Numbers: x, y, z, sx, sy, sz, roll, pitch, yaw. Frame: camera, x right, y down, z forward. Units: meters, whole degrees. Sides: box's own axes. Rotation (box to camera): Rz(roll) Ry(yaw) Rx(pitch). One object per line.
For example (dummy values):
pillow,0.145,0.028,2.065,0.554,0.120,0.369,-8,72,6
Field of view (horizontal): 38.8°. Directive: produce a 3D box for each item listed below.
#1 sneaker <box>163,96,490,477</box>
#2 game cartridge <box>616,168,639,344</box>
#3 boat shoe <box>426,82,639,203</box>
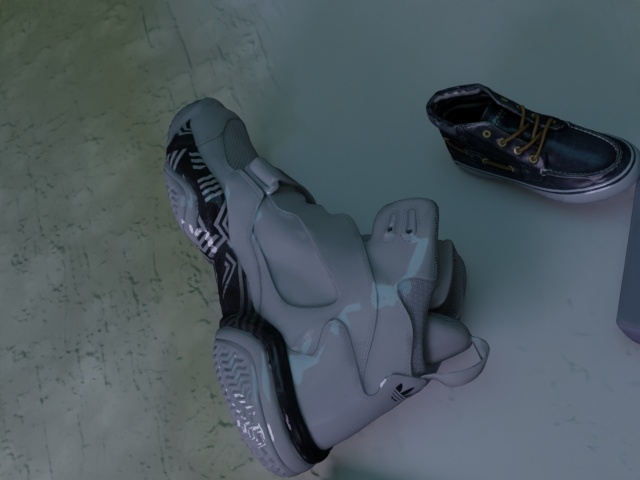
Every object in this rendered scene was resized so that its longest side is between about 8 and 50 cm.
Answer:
sneaker,0.000,0.000,0.784,0.210,0.137,0.366,-23,59,8
game cartridge,0.354,-0.005,0.619,0.297,0.062,0.198,-10,58,46
boat shoe,0.173,-0.084,0.767,0.183,0.083,0.065,14,70,42
